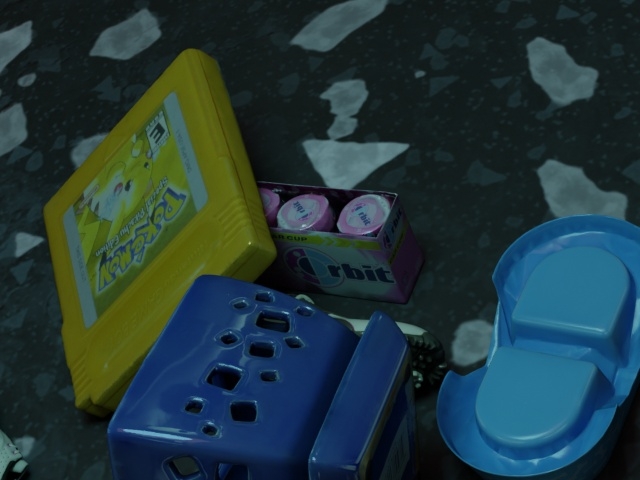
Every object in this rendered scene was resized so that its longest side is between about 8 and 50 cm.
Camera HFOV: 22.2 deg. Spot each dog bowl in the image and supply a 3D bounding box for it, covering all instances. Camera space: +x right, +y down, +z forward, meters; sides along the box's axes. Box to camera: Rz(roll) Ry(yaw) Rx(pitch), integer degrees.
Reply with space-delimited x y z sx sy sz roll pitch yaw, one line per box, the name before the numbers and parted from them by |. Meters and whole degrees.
dog bowl | 0.222 0.110 1.511 0.166 0.074 0.297 9 55 30

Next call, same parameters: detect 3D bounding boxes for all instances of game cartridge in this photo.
game cartridge | -0.181 -0.009 1.715 0.285 0.053 0.323 -45 38 23

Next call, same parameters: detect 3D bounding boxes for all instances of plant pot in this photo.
plant pot | -0.035 0.190 1.420 0.212 0.236 0.236 5 36 17

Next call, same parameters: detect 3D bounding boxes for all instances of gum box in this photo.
gum box | 0.000 0.000 1.680 0.188 0.107 0.062 6 54 28

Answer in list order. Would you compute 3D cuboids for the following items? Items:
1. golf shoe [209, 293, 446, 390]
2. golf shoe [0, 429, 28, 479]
golf shoe | -0.008 0.097 1.603 0.273 0.105 0.120 -5 44 20
golf shoe | -0.343 0.225 1.669 0.086 0.067 0.186 1 45 -11
